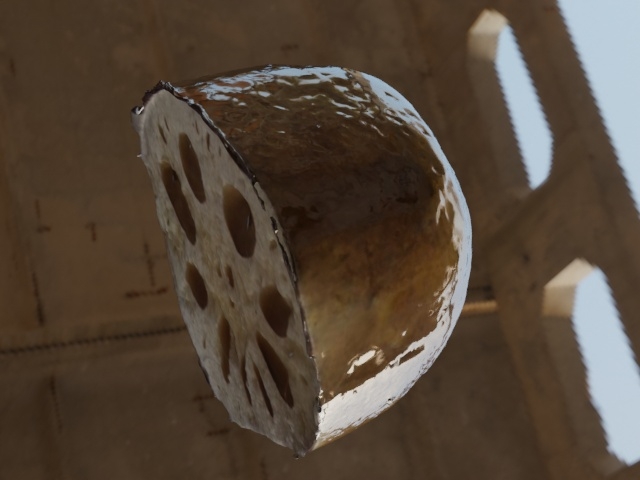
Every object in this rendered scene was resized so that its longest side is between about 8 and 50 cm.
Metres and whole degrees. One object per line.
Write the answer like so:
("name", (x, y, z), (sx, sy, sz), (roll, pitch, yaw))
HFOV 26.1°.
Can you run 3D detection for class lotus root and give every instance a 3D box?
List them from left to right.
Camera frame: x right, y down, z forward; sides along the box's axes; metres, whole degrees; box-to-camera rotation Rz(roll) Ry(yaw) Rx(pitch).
("lotus root", (0.000, 0.000, 0.918), (0.192, 0.272, 0.272), (-16, -110, -28))
